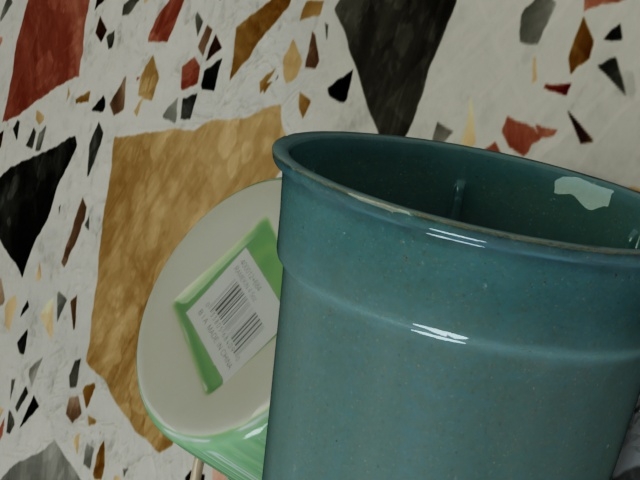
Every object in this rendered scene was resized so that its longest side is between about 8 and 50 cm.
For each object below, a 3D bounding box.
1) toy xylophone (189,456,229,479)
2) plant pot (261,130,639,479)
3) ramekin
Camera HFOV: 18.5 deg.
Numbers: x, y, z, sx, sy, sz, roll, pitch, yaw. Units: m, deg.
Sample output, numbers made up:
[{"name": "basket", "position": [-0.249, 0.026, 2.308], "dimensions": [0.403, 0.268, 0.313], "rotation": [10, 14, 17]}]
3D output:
[{"name": "toy xylophone", "position": [-0.066, 0.328, 1.937], "dimensions": [0.236, 0.081, 0.322], "rotation": [28, 103, 59]}, {"name": "plant pot", "position": [0.102, 0.117, 1.525], "dimensions": [0.341, 0.341, 0.334], "rotation": [32, 115, 59]}, {"name": "ramekin", "position": [-0.029, 0.089, 1.815], "dimensions": [0.303, 0.148, 0.303], "rotation": [-25, 49, 33]}]
